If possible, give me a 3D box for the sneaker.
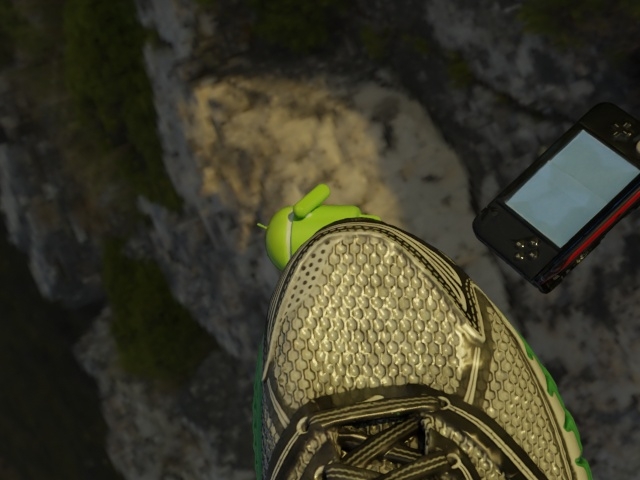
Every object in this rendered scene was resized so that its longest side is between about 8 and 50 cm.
[{"bbox_3d":[0.043,0.131,0.462,0.146,0.134,0.344,68,-172,-57],"label":"sneaker"}]

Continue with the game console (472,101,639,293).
[{"bbox_3d":[0.181,-0.041,0.929,0.124,0.144,0.085,44,173,38],"label":"game console"}]

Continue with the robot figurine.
[{"bbox_3d":[0.000,0.000,1.265,0.115,0.067,0.101,0,134,13],"label":"robot figurine"}]
